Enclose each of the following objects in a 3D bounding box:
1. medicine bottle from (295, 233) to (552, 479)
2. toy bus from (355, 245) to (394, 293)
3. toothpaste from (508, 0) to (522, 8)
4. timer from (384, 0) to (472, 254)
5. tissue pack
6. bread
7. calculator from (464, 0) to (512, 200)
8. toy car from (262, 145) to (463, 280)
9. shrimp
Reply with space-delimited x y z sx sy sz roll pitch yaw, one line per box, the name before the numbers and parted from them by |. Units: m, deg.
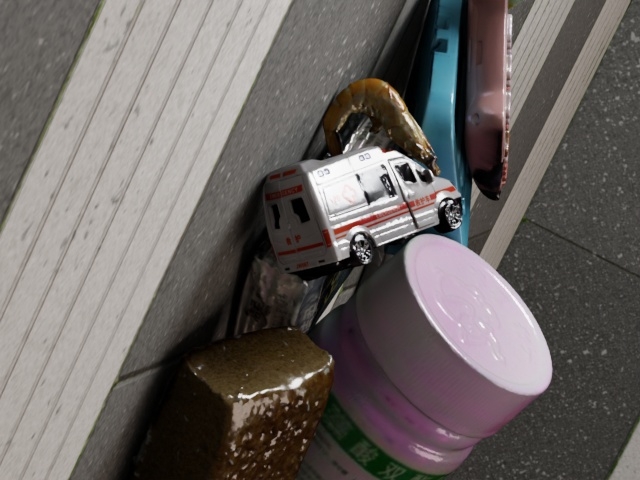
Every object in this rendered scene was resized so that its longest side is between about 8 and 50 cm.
medicine bottle | 0.057 0.171 1.951 0.325 0.212 0.212 -43 179 26
toy bus | 0.090 0.036 2.439 0.072 0.057 0.172 -34 151 -50
toothpaste | 0.233 -0.311 1.958 0.089 0.071 0.313 -60 -170 -10
timer | 0.132 -0.127 1.973 0.250 0.091 0.232 98 1 -52
tissue pack | 0.000 0.000 1.885 0.235 0.073 0.173 -55 168 -38
bread | -0.127 0.276 1.813 0.165 0.113 0.416 -13 133 -52
calculator | 0.181 -0.159 2.005 0.330 0.048 0.220 59 32 -76
toy car | 0.042 -0.036 1.759 0.209 0.108 0.089 -19 -178 -43
shrimp | 0.061 -0.096 1.815 0.091 0.127 0.025 -49 -172 -4
